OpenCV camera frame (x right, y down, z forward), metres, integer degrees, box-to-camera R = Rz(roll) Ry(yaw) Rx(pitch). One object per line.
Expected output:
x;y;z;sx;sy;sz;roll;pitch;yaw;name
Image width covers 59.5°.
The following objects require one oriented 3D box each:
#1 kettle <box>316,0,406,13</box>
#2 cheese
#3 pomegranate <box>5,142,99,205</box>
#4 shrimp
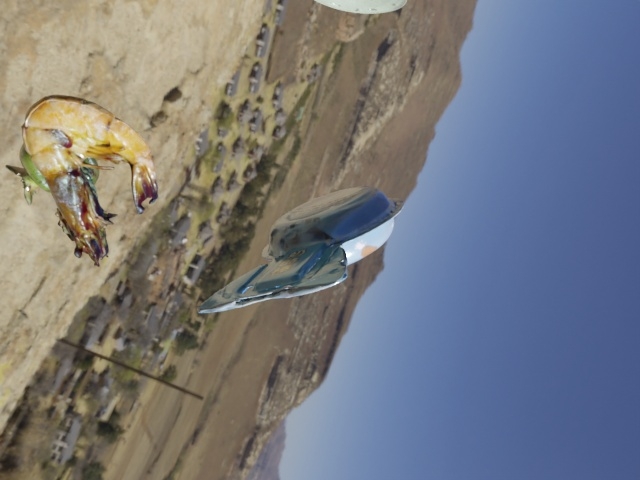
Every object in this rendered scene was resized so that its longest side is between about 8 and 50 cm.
0.040;-0.480;0.779;0.165;0.240;0.255;-152;-107;-74;kettle
0.000;0.000;0.482;0.052;0.135;0.245;69;25;-12;cheese
-0.552;-0.148;1.141;0.131;0.191;0.152;-63;136;-57;pomegranate
-0.334;-0.090;0.867;0.075;0.178;0.289;-93;174;-61;shrimp
